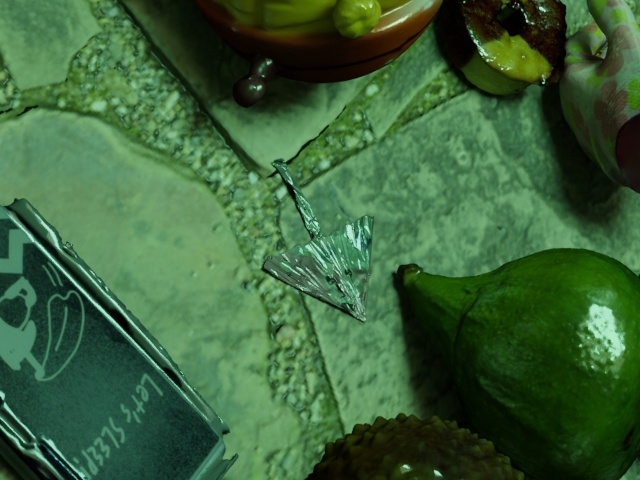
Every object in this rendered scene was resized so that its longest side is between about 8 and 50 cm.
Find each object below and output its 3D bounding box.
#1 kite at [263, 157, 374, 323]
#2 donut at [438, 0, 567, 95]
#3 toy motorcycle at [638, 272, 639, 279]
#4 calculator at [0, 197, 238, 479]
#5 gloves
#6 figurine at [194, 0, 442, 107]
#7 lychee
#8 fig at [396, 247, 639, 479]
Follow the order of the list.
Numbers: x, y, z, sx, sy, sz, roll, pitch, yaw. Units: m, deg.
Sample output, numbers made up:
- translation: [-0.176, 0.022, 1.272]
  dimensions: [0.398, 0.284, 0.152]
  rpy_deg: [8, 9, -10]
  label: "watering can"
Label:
- translation: [0.000, 0.000, 1.595]
  dimensions: [0.139, 0.011, 0.157]
  rpy_deg: [-21, 81, -44]
  label: "kite"
- translation: [0.171, -0.198, 1.797]
  dimensions: [0.140, 0.059, 0.140]
  rpy_deg: [17, 58, -29]
  label: "donut"
- translation: [0.376, 0.112, 1.739]
  dimensions: [0.206, 0.154, 0.260]
  rpy_deg: [16, 47, -2]
  label: "toy motorcycle"
- translation: [-0.184, 0.101, 1.389]
  dimensions: [0.274, 0.028, 0.166]
  rpy_deg: [48, 44, -8]
  label: "calculator"
- translation: [0.282, -0.143, 1.818]
  dimensions: [0.145, 0.126, 0.241]
  rpy_deg: [43, 11, -27]
  label: "gloves"
- translation: [0.017, -0.246, 1.615]
  dimensions: [0.320, 0.196, 0.323]
  rpy_deg: [17, 32, 24]
  label: "figurine"
- translation: [0.068, 0.225, 1.405]
  dimensions: [0.238, 0.200, 0.200]
  rpy_deg: [-16, 77, -54]
  label: "lychee"
- translation: [0.162, 0.096, 1.592]
  dimensions: [0.235, 0.203, 0.203]
  rpy_deg: [15, 48, 17]
  label: "fig"
